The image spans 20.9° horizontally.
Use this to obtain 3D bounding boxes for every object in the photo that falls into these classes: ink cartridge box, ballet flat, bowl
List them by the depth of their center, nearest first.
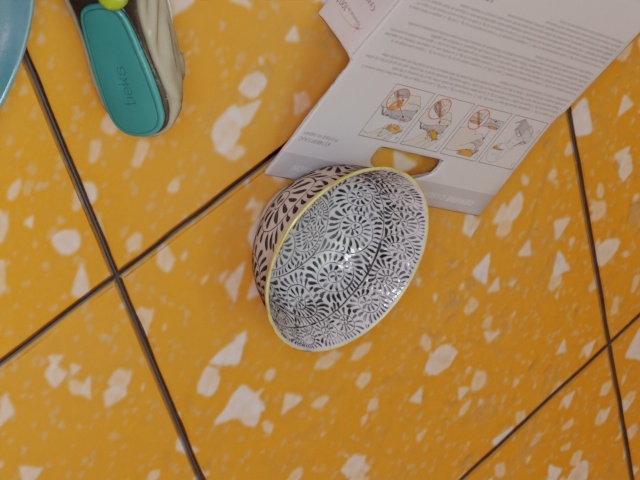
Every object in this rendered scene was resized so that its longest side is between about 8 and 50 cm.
[{"bbox_3d":[-0.142,-0.187,1.201,0.086,0.086,0.248,-35,134,-27],"label":"ballet flat"},{"bbox_3d":[0.000,0.000,1.429,0.170,0.080,0.170,-25,131,-31],"label":"bowl"},{"bbox_3d":[0.112,-0.149,1.479,0.296,0.066,0.261,9,130,-47],"label":"ink cartridge box"}]

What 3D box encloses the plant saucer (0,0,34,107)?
[{"bbox_3d":[-0.318,-0.146,1.061,0.318,0.044,0.317,-22,125,-36],"label":"plant saucer"}]

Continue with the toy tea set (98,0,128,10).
[{"bbox_3d":[-0.174,-0.297,0.987,0.124,0.200,0.336,-41,146,-70],"label":"toy tea set"}]
